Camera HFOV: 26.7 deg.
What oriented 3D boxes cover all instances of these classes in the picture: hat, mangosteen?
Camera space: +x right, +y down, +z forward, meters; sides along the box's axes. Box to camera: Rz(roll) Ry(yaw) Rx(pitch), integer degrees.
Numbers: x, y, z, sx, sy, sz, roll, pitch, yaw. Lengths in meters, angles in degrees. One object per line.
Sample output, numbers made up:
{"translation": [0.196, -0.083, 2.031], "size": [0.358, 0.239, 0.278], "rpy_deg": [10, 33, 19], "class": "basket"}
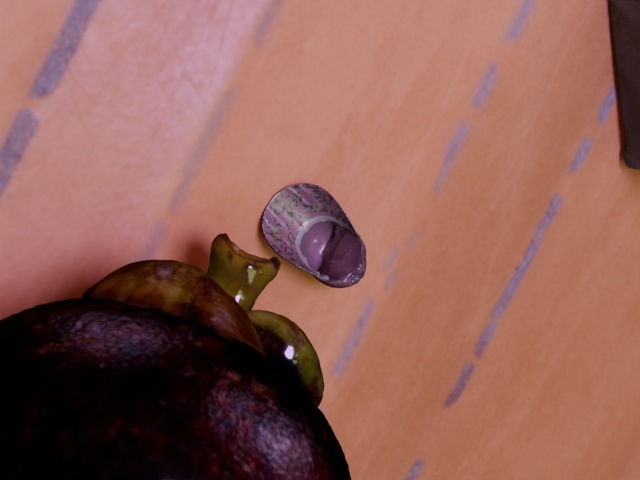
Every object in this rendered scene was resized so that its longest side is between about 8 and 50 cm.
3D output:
{"translation": [-0.002, -0.002, 0.982], "size": [0.087, 0.042, 0.058], "rpy_deg": [37, 82, -1], "class": "hat"}
{"translation": [-0.117, 0.166, 0.838], "size": [0.297, 0.313, 0.296], "rpy_deg": [2, 104, 7], "class": "mangosteen"}

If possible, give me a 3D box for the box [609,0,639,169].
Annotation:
{"translation": [0.370, -0.150, 1.084], "size": [0.231, 0.155, 0.148], "rpy_deg": [-21, 114, -22], "class": "box"}
